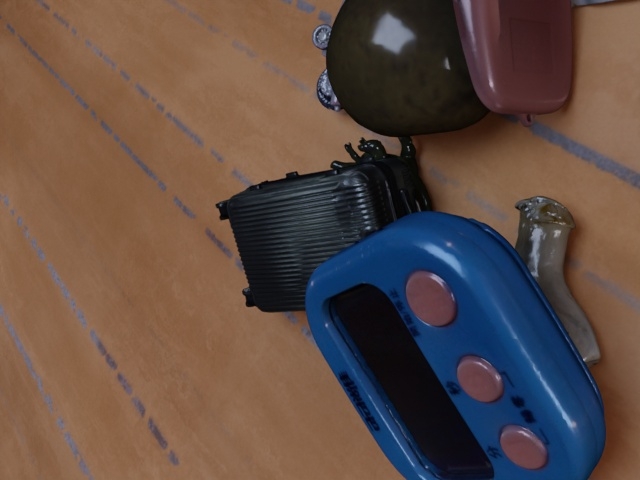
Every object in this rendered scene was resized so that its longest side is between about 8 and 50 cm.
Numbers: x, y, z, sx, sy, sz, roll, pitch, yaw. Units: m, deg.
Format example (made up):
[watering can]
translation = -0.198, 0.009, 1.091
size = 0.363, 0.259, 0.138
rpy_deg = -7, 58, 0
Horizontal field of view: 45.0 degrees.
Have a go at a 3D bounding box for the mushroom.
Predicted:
[mushroom]
translation = 0.268, 0.055, 0.916
size = 0.092, 0.081, 0.223
rpy_deg = 143, 131, -57

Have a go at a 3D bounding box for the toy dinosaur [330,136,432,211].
[toy dinosaur]
translation = 0.103, -0.072, 1.149
size = 0.187, 0.087, 0.179
rpy_deg = 6, 119, 58

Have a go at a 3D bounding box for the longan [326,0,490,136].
[longan]
translation = 0.119, -0.241, 1.022
size = 0.215, 0.246, 0.246
rpy_deg = -24, 50, -16

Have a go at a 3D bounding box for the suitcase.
[suitcase]
translation = 0.000, 0.000, 1.101
size = 0.312, 0.128, 0.202
rpy_deg = -6, 103, 41

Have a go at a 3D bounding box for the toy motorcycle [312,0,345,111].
[toy motorcycle]
translation = 0.091, -0.308, 1.173
size = 0.171, 0.110, 0.260
rpy_deg = 29, 103, 30

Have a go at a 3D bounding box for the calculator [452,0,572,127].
[calculator]
translation = 0.236, -0.302, 0.930
size = 0.048, 0.220, 0.330
rpy_deg = -5, 93, 48

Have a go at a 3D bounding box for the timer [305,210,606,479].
[timer]
translation = 0.140, 0.138, 0.871
size = 0.340, 0.115, 0.309
rpy_deg = 58, 143, -1

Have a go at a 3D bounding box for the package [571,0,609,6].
[package]
translation = 0.350, -0.382, 1.005
size = 0.173, 0.027, 0.171
rpy_deg = 3, 77, 41
